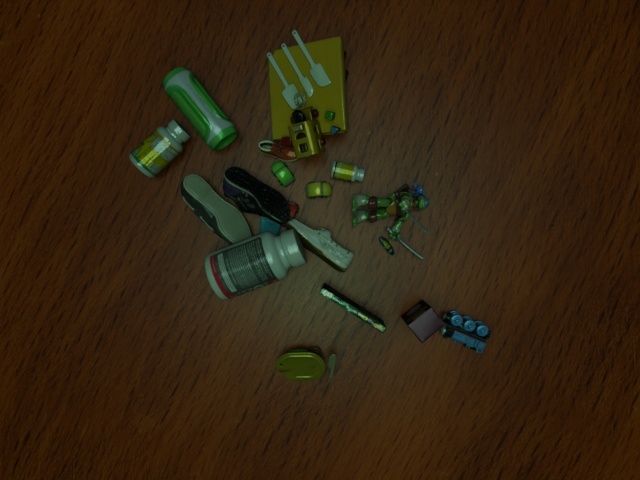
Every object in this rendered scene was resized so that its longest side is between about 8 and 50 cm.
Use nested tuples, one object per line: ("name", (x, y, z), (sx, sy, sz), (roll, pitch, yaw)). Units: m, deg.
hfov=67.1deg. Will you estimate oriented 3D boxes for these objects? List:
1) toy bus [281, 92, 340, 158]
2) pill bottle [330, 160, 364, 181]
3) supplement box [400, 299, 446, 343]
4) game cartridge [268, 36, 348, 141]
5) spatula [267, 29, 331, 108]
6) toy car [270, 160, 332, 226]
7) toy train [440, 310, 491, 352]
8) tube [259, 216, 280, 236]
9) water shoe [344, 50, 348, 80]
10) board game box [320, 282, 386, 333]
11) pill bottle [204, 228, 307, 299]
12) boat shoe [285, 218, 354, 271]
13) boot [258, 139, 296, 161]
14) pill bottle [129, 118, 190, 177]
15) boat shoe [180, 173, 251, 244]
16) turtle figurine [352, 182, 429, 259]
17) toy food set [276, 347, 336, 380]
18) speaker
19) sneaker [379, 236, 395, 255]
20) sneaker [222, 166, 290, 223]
("toy bus", (-0.057, -0.374, 1.634), (0.202, 0.104, 0.190), (33, 113, 11))
("pill bottle", (0.099, -0.247, 1.744), (0.117, 0.065, 0.065), (12, 91, 2))
("supplement box", (0.355, 0.279, 1.687), (0.104, 0.188, 0.080), (-38, 89, 2))
("game cartridge", (-0.045, -0.529, 1.708), (0.286, 0.053, 0.323), (-2, 90, 22))
("spatula", (-0.088, -0.599, 1.686), (0.168, 0.019, 0.241), (-33, 80, 21))
("toy car", (-0.104, -0.195, 1.753), (0.239, 0.053, 0.225), (-37, 89, -1))
("toy train", (0.519, 0.327, 1.741), (0.184, 0.080, 0.105), (22, 98, 1))
("tube", (-0.197, 0.019, 1.768), (0.080, 0.052, 0.206), (11, 87, -13))
("water shoe", (0.063, -0.588, 1.735), (0.080, 0.073, 0.202), (-1, 93, -3))
("board game box", (0.115, 0.238, 1.720), (0.260, 0.136, 0.030), (33, 90, 1))
("pill bottle", (-0.216, 0.072, 1.652), (0.319, 0.176, 0.176), (-21, 91, 6))
("boat shoe", (0.000, 0.000, 1.742), (0.277, 0.098, 0.096), (38, 74, -10))
("boot", (-0.149, -0.325, 1.741), (0.158, 0.084, 0.059), (11, 90, 0))
("pill bottle", (-0.572, -0.334, 1.734), (0.208, 0.117, 0.117), (-43, 90, 2))
("boat shoe", (-0.380, -0.097, 1.759), (0.335, 0.095, 0.112), (48, 56, -3))
("turtle figurine", (0.245, -0.074, 1.679), (0.267, 0.198, 0.274), (0, 86, 7))
("toy food set", (-0.051, 0.443, 1.768), (0.218, 0.071, 0.128), (-1, 115, 3))
("speaker", (-0.428, -0.468, 1.723), (0.131, 0.131, 0.296), (-39, 90, 2))
("sneaker", (0.246, 0.020, 1.761), (0.031, 0.035, 0.083), (-39, 90, 1))
("sneaker", (-0.230, -0.140, 1.734), (0.283, 0.124, 0.107), (39, 49, 9))
